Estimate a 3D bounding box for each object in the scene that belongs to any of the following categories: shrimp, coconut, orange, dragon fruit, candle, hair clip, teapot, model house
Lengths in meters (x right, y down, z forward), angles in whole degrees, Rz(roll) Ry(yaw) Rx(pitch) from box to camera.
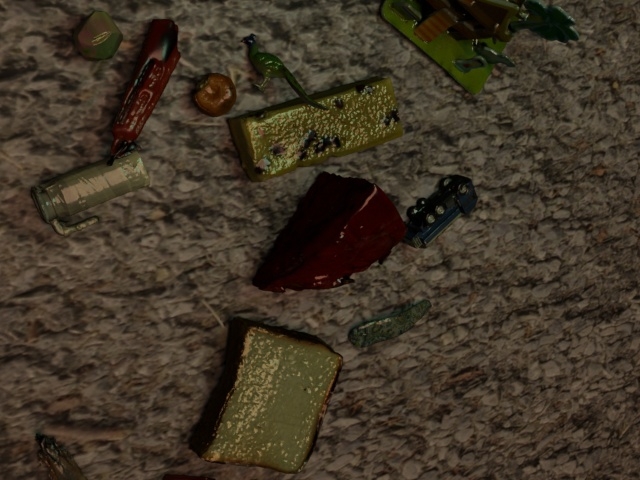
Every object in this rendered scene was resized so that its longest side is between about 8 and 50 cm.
[{"bbox_3d":[-0.521,0.472,1.572,0.152,0.046,0.219,-28,113,-25],"label":"shrimp"},{"bbox_3d":[-0.393,-0.355,1.463,0.081,0.082,0.083,60,26,2],"label":"coconut"},{"bbox_3d":[-0.201,-0.278,1.592,0.086,0.062,0.086,0,94,-1],"label":"orange"},{"bbox_3d":[0.000,0.000,1.725,0.330,0.240,0.302,-35,145,4],"label":"dragon fruit"},{"bbox_3d":[-0.324,-0.270,1.505,0.084,0.059,0.302,35,68,-39],"label":"candle"},{"bbox_3d":[0.168,0.189,1.902,0.229,0.036,0.066,-21,116,-24],"label":"hair clip"},{"bbox_3d":[-0.413,-0.084,1.503,0.200,0.077,0.107,-25,110,-24],"label":"teapot"},{"bbox_3d":[0.368,-0.471,1.730,0.357,0.312,0.243,35,85,-31],"label":"model house"}]

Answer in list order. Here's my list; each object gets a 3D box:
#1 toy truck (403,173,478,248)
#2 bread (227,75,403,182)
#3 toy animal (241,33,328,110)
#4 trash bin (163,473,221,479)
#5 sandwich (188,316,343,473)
[{"bbox_3d":[0.271,-0.061,1.889,0.201,0.074,0.088,-41,121,-16],"label":"toy truck"},{"bbox_3d":[-0.002,-0.230,1.702,0.361,0.077,0.138,-21,108,-24],"label":"bread"},{"bbox_3d":[-0.085,-0.308,1.630,0.075,0.041,0.217,-45,86,-1],"label":"toy animal"},{"bbox_3d":[-0.266,0.605,1.666,0.161,0.184,0.239,15,87,-31],"label":"trash bin"},{"bbox_3d":[-0.105,0.329,1.744,0.271,0.099,0.301,21,86,-35],"label":"sandwich"}]
